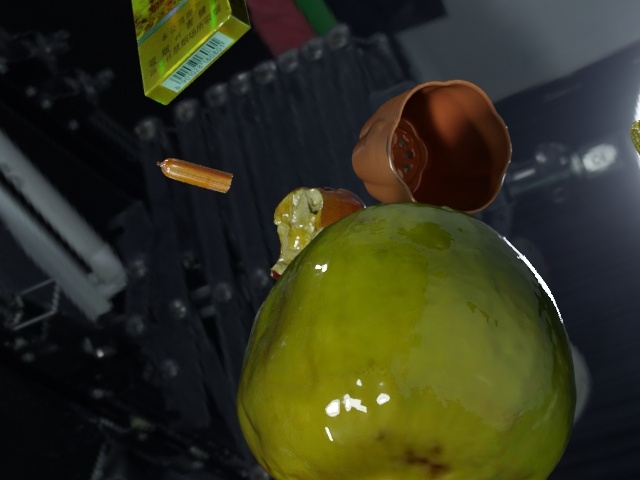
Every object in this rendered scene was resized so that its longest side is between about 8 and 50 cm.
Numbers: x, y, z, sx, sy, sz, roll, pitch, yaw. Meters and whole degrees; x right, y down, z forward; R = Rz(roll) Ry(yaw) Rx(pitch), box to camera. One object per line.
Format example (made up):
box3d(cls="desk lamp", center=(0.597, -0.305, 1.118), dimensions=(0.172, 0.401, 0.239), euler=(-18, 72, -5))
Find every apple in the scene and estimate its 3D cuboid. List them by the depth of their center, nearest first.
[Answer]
box3d(cls="apple", center=(0.007, -0.002, 1.632), dimensions=(0.147, 0.156, 0.158), euler=(16, -92, -30))

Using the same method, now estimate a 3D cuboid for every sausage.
box3d(cls="sausage", center=(-0.181, -0.094, 1.554), dimensions=(0.107, 0.031, 0.031), euler=(14, -133, -14))

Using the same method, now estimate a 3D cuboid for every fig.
box3d(cls="fig", center=(0.085, 0.112, 1.062), dimensions=(0.343, 0.343, 0.343), euler=(46, -148, -40))

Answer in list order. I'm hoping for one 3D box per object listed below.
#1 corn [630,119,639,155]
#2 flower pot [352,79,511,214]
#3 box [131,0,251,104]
box3d(cls="corn", center=(0.521, -0.111, 1.632), dimensions=(0.085, 0.063, 0.165), euler=(17, -131, -60))
box3d(cls="flower pot", center=(0.138, -0.117, 1.500), dimensions=(0.191, 0.173, 0.190), euler=(1, -93, -24))
box3d(cls="box", center=(-0.128, -0.236, 1.029), dimensions=(0.030, 0.121, 0.193), euler=(23, -139, -42))
